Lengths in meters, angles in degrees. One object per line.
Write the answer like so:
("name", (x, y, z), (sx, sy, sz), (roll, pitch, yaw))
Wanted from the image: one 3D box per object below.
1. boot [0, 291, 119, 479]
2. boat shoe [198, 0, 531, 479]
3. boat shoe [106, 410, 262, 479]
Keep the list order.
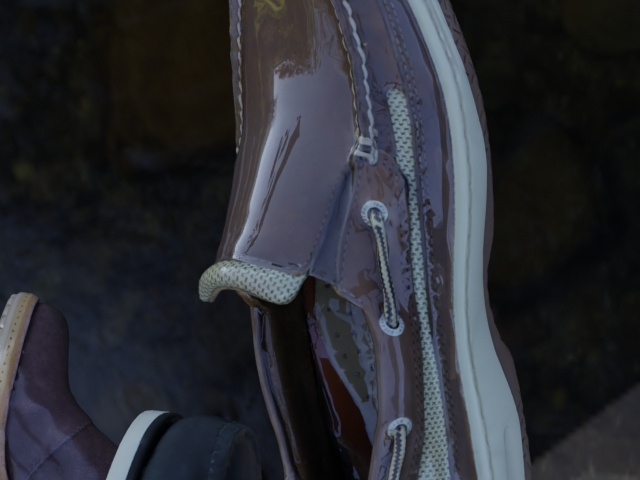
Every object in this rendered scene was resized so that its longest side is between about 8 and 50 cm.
("boot", (-0.091, 0.153, 1.046), (0.207, 0.090, 0.248), (11, 56, -15))
("boat shoe", (0.005, -0.001, 0.692), (0.095, 0.095, 0.257), (-16, 92, -39))
("boat shoe", (-0.015, 0.078, 0.304), (0.042, 0.049, 0.133), (-13, 40, 11))
